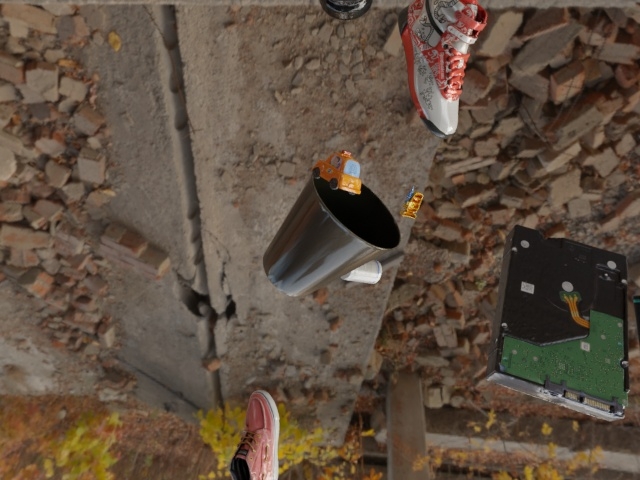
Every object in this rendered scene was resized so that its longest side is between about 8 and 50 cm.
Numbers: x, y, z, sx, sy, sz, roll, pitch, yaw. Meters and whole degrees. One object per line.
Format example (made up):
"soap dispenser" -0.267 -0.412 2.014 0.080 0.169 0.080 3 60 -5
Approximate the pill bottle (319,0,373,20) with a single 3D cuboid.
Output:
"pill bottle" 0.041 -0.439 0.684 0.123 0.122 0.219 3 166 3

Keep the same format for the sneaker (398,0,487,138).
"sneaker" 0.237 -0.336 0.851 0.090 0.270 0.145 -10 175 -39

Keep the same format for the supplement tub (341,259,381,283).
"supplement tub" 0.113 0.083 1.310 0.107 0.071 0.071 12 139 -31

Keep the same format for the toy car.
"toy car" 0.054 -0.066 0.508 0.122 0.060 0.040 16 108 -26

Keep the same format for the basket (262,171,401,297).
"basket" 0.000 0.000 0.884 0.204 0.154 0.227 38 128 -14

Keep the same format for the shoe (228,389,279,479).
"shoe" -0.122 0.371 0.851 0.064 0.177 0.081 -10 169 28

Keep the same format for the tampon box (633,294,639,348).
"tampon box" 0.845 0.211 1.128 0.120 0.160 0.101 -9 170 39

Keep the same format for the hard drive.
"hard drive" 0.468 0.147 0.910 0.237 0.338 0.064 16 149 8
